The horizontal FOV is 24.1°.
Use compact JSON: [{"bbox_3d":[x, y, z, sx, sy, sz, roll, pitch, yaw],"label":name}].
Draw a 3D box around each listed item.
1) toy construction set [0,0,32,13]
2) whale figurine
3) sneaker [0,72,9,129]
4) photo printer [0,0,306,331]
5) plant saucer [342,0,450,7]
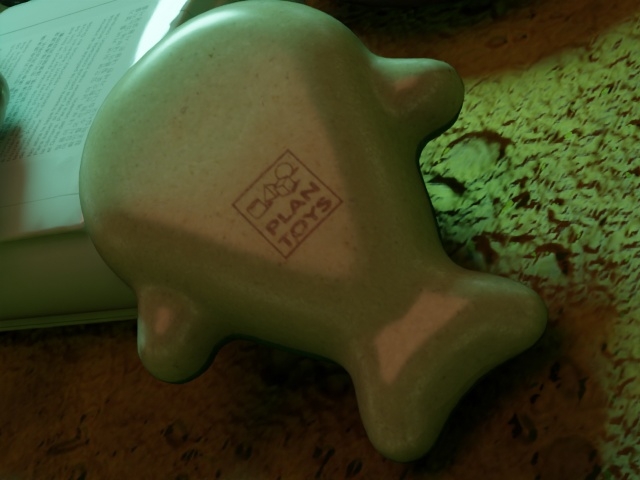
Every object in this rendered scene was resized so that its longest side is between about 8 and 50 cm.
[{"bbox_3d":[-0.327,-0.275,1.268,0.151,0.215,0.327,-93,8,-83],"label":"toy construction set"},{"bbox_3d":[0.000,0.000,0.769,0.216,0.141,0.272,-46,59,-3],"label":"whale figurine"},{"bbox_3d":[-0.239,-0.094,0.941,0.091,0.094,0.258,-14,46,10],"label":"sneaker"},{"bbox_3d":[-0.175,-0.059,0.997,0.307,0.107,0.256,-8,49,41],"label":"photo printer"},{"bbox_3d":[0.113,-0.258,0.967,0.310,0.050,0.310,-26,38,22],"label":"plant saucer"}]
